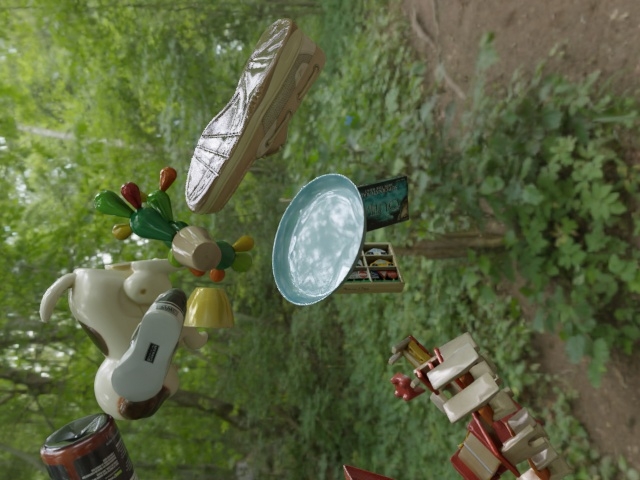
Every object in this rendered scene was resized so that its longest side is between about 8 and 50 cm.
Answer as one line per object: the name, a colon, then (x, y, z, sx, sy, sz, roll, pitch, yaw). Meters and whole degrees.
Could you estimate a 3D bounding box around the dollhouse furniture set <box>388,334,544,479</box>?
dollhouse furniture set: (0.345, 0.417, 1.437, 0.152, 0.374, 0.201, -26, -36, -29)

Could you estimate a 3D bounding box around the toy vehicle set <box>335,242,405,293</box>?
toy vehicle set: (0.081, 0.073, 1.535, 0.165, 0.267, 0.035, -104, 18, -47)

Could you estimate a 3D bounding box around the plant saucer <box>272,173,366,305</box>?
plant saucer: (0.000, 0.000, 1.316, 0.044, 0.318, 0.317, 21, -119, -38)

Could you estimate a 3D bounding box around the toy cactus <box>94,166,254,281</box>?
toy cactus: (-0.158, -0.007, 0.691, 0.219, 0.181, 0.112, 40, -98, -31)

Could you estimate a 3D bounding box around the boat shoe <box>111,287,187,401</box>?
boat shoe: (-0.256, 0.165, 0.871, 0.219, 0.078, 0.070, -56, 12, 30)

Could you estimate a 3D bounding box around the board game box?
board game box: (0.149, -0.092, 1.475, 0.026, 0.186, 0.126, 27, 128, 57)

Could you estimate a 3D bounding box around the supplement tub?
supplement tub: (-0.318, 0.361, 0.817, 0.106, 0.106, 0.197, -45, -60, -68)

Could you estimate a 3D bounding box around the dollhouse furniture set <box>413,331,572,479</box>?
dollhouse furniture set: (0.274, 0.296, 0.993, 0.262, 0.135, 0.259, 47, -169, -26)

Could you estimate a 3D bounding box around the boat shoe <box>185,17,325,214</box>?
boat shoe: (-0.090, -0.162, 0.811, 0.098, 0.109, 0.302, 29, -92, -40)

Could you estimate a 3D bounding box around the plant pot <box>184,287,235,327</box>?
plant pot: (-0.277, 0.165, 1.397, 0.134, 0.134, 0.095, 24, -112, -71)

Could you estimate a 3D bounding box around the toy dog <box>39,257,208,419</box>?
toy dog: (-0.483, 0.258, 1.461, 0.396, 0.285, 0.407, -8, -89, -50)

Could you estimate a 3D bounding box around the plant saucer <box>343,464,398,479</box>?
plant saucer: (0.195, 0.674, 1.399, 0.047, 0.259, 0.259, -67, 17, 1)
